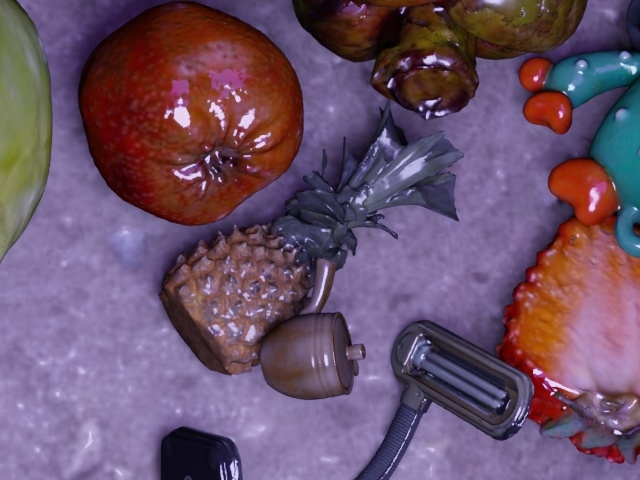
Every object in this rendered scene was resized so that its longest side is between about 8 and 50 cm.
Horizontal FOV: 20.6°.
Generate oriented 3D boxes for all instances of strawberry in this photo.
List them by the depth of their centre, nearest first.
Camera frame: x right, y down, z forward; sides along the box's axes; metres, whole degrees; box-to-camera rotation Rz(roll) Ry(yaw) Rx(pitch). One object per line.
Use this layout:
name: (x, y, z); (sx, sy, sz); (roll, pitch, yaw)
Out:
strawberry: (0.240, 0.092, 1.535); (0.190, 0.111, 0.236); (13, 49, -4)

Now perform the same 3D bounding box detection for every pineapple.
pineapple: (0.000, 0.000, 1.466); (0.277, 0.119, 0.130); (-39, 104, -19)

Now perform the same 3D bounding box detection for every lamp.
lamp: (0.026, 0.176, 1.390); (0.283, 0.203, 0.124); (-22, 103, -26)

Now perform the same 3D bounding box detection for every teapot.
teapot: (-0.003, 0.071, 1.384); (0.080, 0.085, 0.110); (-7, 76, 13)

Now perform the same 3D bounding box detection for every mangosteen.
mangosteen: (0.113, -0.338, 1.455); (0.381, 0.381, 0.421); (-26, 95, -22)

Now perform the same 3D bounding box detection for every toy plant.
toy plant: (0.359, -0.148, 1.582); (0.279, 0.185, 0.400); (39, 63, -11)

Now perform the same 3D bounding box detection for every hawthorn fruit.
hawthorn fruit: (-0.113, -0.114, 1.435); (0.179, 0.179, 0.200); (-12, 35, -18)

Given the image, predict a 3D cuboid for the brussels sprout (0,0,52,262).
brussels sprout: (-0.364, -0.092, 1.290); (0.344, 0.268, 0.344); (2, 82, -13)
